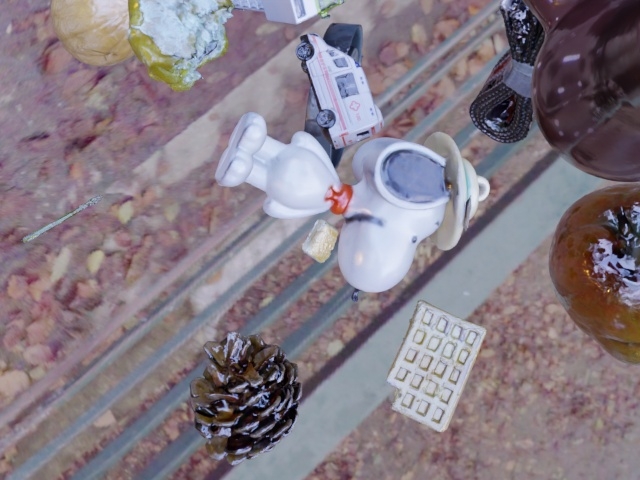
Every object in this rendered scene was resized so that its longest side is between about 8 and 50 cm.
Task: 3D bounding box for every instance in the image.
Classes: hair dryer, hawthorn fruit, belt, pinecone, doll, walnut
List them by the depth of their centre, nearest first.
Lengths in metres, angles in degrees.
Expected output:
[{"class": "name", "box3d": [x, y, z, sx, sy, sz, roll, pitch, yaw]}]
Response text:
[{"class": "hair dryer", "box3d": [0.126, -0.188, 0.490, 0.123, 0.312, 0.340, -35, 82, 12]}, {"class": "doll", "box3d": [0.039, -0.068, 0.898, 0.271, 0.144, 0.208, 42, 87, -18]}, {"class": "belt", "box3d": [0.274, -0.239, 1.056, 0.126, 0.359, 0.094, 19, 72, 7]}, {"class": "hawthorn fruit", "box3d": [0.481, 0.035, 1.279, 0.268, 0.267, 0.301, -54, 132, -14]}, {"class": "pinecone", "box3d": [-0.117, 0.244, 1.291, 0.179, 0.205, 0.184, -10, 60, -3]}, {"class": "walnut", "box3d": [-0.402, -0.425, 1.553, 0.193, 0.225, 0.193, 2, 86, -37]}]

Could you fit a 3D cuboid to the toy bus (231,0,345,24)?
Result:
[{"class": "toy bus", "box3d": [-0.094, -0.517, 1.676, 0.139, 0.301, 0.113, -35, 127, -28]}]

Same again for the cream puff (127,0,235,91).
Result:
[{"class": "cream puff", "box3d": [-0.187, -0.271, 1.072, 0.121, 0.156, 0.156, 26, 80, 1]}]

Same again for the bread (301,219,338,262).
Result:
[{"class": "bread", "box3d": [0.000, 0.000, 1.721, 0.070, 0.035, 0.083, 30, 88, -50]}]

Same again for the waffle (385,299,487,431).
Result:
[{"class": "waffle", "box3d": [0.130, 0.147, 0.966, 0.092, 0.021, 0.135, 24, 90, 8]}]

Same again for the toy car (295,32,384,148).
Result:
[{"class": "toy car", "box3d": [0.031, -0.269, 1.431, 0.108, 0.089, 0.210, -19, 80, 6]}]

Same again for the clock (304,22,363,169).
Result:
[{"class": "clock", "box3d": [0.031, -0.311, 1.787, 0.066, 0.319, 0.319, 11, 87, 8]}]

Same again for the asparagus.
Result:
[{"class": "asparagus", "box3d": [-0.472, -0.040, 1.511, 0.166, 0.016, 0.013, -33, 97, -19]}]
